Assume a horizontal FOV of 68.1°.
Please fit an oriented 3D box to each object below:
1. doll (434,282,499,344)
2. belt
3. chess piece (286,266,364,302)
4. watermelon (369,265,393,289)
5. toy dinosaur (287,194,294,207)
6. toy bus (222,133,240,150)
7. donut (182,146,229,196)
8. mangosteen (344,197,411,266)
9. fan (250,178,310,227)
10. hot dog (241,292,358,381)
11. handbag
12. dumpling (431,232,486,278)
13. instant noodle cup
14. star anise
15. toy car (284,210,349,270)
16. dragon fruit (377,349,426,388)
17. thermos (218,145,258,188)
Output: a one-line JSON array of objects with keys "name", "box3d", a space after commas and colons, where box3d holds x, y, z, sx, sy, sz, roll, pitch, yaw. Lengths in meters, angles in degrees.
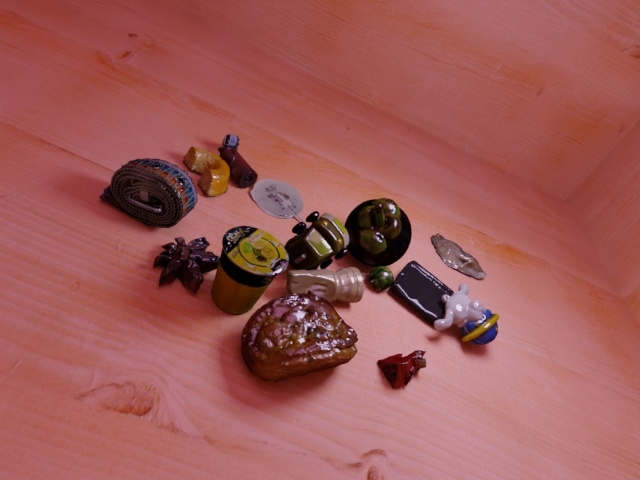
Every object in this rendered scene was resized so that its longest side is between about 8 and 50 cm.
[{"name": "doll", "box3d": [0.582, 0.309, 1.860, 0.311, 0.159, 0.243, -20, 84, -41]}, {"name": "belt", "box3d": [-0.584, -0.167, 1.619, 0.295, 0.207, 0.160, 26, 32, -2]}, {"name": "chess piece", "box3d": [0.008, 0.161, 1.696, 0.300, 0.137, 0.137, 3, 42, -33]}, {"name": "watermelon", "box3d": [0.241, 0.153, 1.906, 0.109, 0.109, 0.109, 19, 36, -15]}, {"name": "toy dinosaur", "box3d": [-0.149, -0.180, 2.114, 0.060, 0.029, 0.120, 9, 43, -3]}, {"name": "toy bus", "box3d": [-0.411, -0.441, 2.165, 0.074, 0.123, 0.060, 13, 79, -10]}, {"name": "donut", "box3d": [-0.453, -0.292, 1.979, 0.152, 0.101, 0.259, -3, 42, -46]}, {"name": "mangosteen", "box3d": [0.238, -0.038, 1.966, 0.311, 0.311, 0.311, 19, 36, -15]}, {"name": "fan", "box3d": [-0.123, -0.132, 2.050, 0.414, 0.012, 0.233, 43, 48, 13]}, {"name": "hot dog", "box3d": [-0.049, 0.295, 1.446, 0.387, 0.174, 0.267, -5, 45, -38]}, {"name": "handbag", "box3d": [0.420, 0.220, 1.971, 0.247, 0.080, 0.223, 39, 43, 10]}, {"name": "dumpling", "box3d": [0.671, 0.068, 2.335, 0.332, 0.086, 0.166, 42, 33, 24]}, {"name": "instant noodle cup", "box3d": [-0.239, 0.105, 1.495, 0.215, 0.236, 0.216, 19, 36, -15]}, {"name": "star anise", "box3d": [-0.428, 0.067, 1.533, 0.214, 0.099, 0.220, -1, 44, -23]}, {"name": "toy car", "box3d": [-0.036, 0.029, 1.731, 0.204, 0.248, 0.198, 52, 39, -3]}, {"name": "dragon fruit", "box3d": [0.292, 0.436, 1.628, 0.192, 0.122, 0.092, -12, 91, -48]}, {"name": "thermos", "box3d": [-0.374, -0.337, 2.082, 0.232, 0.099, 0.124, 49, 25, 26]}]
